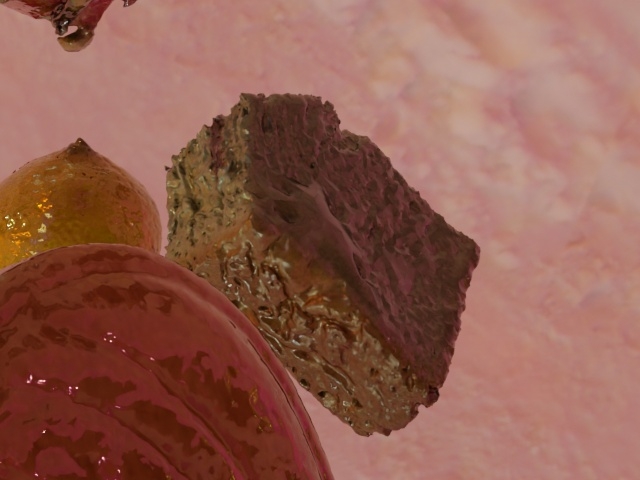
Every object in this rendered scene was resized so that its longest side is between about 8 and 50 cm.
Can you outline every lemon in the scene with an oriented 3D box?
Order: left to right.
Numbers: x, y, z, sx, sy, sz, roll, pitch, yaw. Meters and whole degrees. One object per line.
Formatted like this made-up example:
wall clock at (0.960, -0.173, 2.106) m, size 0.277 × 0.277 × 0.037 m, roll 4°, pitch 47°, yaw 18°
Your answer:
lemon at (-0.315, 0.017, 1.392) m, size 0.228 × 0.228 × 0.253 m, roll 30°, pitch 71°, yaw -10°

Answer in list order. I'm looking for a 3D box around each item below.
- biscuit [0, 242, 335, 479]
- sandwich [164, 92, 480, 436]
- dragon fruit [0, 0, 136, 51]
biscuit at (-0.125, 0.185, 0.588) m, size 0.350 × 0.078 × 0.455 m, roll 48°, pitch 37°, yaw -18°
sandwich at (0.000, 0.001, 1.122) m, size 0.325 × 0.131 × 0.262 m, roll 42°, pitch 36°, yaw -10°
dragon fruit at (-0.218, -0.280, 0.974) m, size 0.282 × 0.147 × 0.211 m, roll -17°, pitch 64°, yaw -19°
